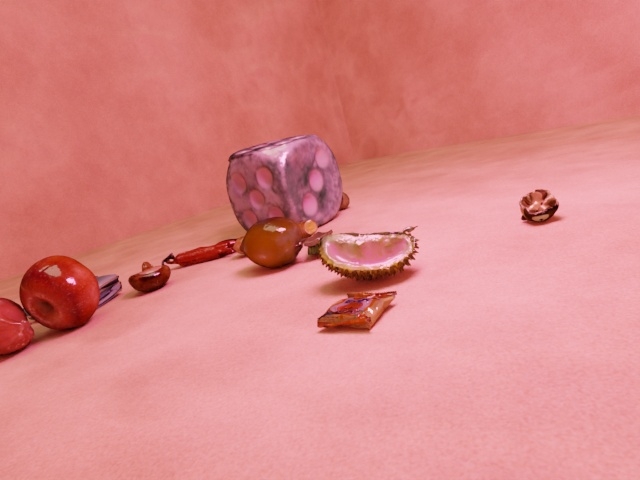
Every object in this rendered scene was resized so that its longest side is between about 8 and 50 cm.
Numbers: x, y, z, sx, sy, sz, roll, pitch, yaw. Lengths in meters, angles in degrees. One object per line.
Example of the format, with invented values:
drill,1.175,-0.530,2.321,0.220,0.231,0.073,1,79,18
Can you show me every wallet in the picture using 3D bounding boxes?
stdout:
wallet,-0.769,0.177,1.390,0.250,0.075,0.176,-9,18,19

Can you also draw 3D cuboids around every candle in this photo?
candle,-0.418,0.046,1.572,0.301,0.059,0.084,-13,1,3

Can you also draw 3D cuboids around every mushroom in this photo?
mushroom,-0.525,0.109,1.365,0.127,0.087,0.127,-18,11,4

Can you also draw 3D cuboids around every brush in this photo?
brush,0.000,0.000,1.332,0.054,0.048,0.282,-10,6,9

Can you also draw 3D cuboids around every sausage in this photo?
sausage,-0.833,0.220,1.143,0.148,0.148,0.254,-25,15,-35

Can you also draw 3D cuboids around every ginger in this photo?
ginger,-0.149,-0.008,1.469,0.298,0.065,0.118,-14,3,13

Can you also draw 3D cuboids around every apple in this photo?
apple,-0.690,0.135,1.191,0.201,0.201,0.162,-11,25,18

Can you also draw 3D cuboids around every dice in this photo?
dice,-0.138,-0.213,1.699,0.330,0.348,0.328,-5,18,40

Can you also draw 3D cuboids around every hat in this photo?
hat,0.509,-0.075,1.037,0.077,0.059,0.076,-24,47,3

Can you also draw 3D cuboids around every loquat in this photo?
loquat,-0.139,0.007,1.243,0.195,0.152,0.152,0,18,22

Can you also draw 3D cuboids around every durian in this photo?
durian,0.107,0.039,0.952,0.220,0.095,0.137,-10,50,13

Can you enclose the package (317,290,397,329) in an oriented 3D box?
package,0.065,0.121,0.785,0.108,0.031,0.120,-5,16,35

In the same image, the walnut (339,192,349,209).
walnut,0.079,-0.165,1.835,0.092,0.092,0.092,-14,13,3
